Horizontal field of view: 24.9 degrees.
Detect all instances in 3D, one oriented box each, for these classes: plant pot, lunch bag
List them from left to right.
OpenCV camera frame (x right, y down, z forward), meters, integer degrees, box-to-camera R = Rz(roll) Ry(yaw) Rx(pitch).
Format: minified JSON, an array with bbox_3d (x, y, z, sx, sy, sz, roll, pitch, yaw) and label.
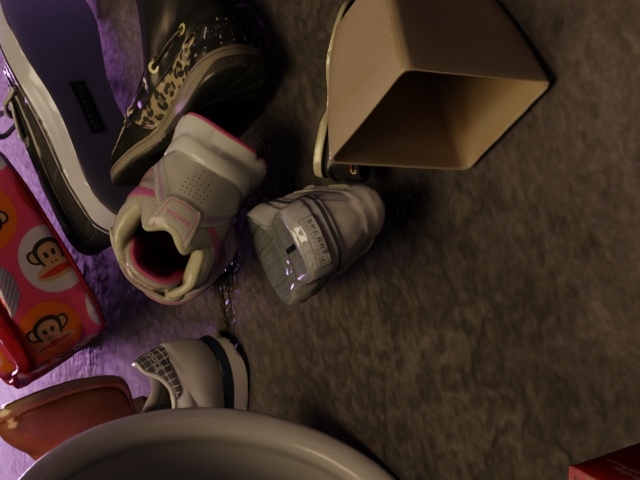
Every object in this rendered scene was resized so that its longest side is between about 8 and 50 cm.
[{"bbox_3d":[-0.327,0.013,1.462,0.258,0.120,0.293,60,163,2],"label":"lunch bag"},{"bbox_3d":[0.065,-0.116,0.939,0.109,0.109,0.096,-49,47,50],"label":"plant pot"}]

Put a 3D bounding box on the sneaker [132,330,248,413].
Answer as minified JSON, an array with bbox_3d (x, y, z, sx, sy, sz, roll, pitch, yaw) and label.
[{"bbox_3d":[-0.121,0.200,1.316,0.090,0.095,0.235,15,113,52],"label":"sneaker"}]

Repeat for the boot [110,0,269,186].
[{"bbox_3d":[-0.131,-0.163,1.237,0.236,0.085,0.178,-40,62,53],"label":"boot"}]

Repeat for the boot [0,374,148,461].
[{"bbox_3d":[-0.199,0.247,1.323,0.283,0.109,0.220,53,-159,-71],"label":"boot"}]

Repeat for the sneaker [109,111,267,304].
[{"bbox_3d":[-0.128,-0.001,1.199,0.103,0.111,0.252,32,151,4],"label":"sneaker"}]

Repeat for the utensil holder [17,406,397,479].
[{"bbox_3d":[-0.094,0.381,1.127,0.327,0.327,0.385,41,134,43],"label":"utensil holder"}]

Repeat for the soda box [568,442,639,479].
[{"bbox_3d":[0.249,0.195,0.768,0.263,0.083,0.092,22,118,51],"label":"soda box"}]

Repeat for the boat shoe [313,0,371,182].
[{"bbox_3d":[0.025,-0.108,1.053,0.042,0.049,0.133,10,101,20],"label":"boat shoe"}]

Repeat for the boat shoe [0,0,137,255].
[{"bbox_3d":[-0.257,-0.133,1.402,0.105,0.113,0.306,-34,80,40],"label":"boat shoe"}]

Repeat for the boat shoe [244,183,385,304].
[{"bbox_3d":[0.000,0.000,1.092,0.083,0.076,0.226,67,169,-5],"label":"boat shoe"}]
